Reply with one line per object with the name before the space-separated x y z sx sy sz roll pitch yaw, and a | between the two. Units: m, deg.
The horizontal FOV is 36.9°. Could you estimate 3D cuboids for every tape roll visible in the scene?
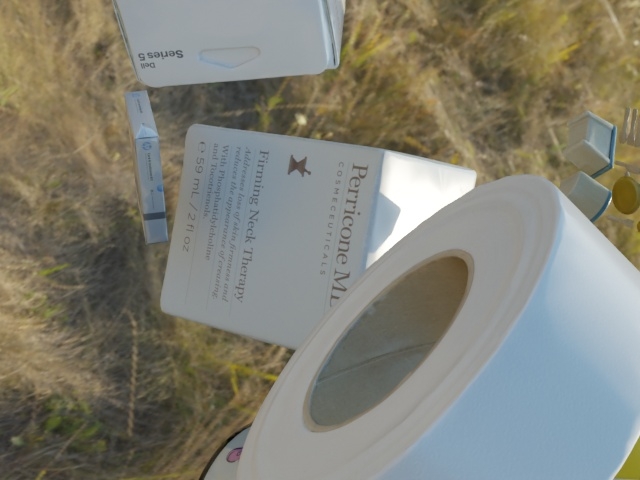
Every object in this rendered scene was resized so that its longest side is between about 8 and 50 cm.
tape roll | 0.073 0.093 0.613 0.100 0.286 0.286 43 44 -13

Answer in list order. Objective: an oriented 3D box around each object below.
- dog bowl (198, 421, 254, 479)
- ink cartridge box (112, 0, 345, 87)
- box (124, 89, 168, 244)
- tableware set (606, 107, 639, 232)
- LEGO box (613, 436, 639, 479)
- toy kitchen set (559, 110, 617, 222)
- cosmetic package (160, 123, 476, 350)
dog bowl | -0.023 0.485 1.509 0.408 0.150 0.408 14 72 -50
ink cartridge box | -0.077 -0.282 0.968 0.273 0.198 0.115 -84 168 -47
box | -0.263 -0.111 1.448 0.038 0.186 0.145 -9 37 -12
tableware set | 0.402 -0.083 1.164 0.024 0.104 0.154 -5 109 -29
LEGO box | 0.499 0.410 1.124 0.193 0.500 0.372 57 33 -44
toy kitchen set | 0.366 -0.068 1.461 0.122 0.207 0.166 30 54 -21
cosmetic package | 0.000 0.000 1.617 0.327 0.393 0.329 5 95 -56
